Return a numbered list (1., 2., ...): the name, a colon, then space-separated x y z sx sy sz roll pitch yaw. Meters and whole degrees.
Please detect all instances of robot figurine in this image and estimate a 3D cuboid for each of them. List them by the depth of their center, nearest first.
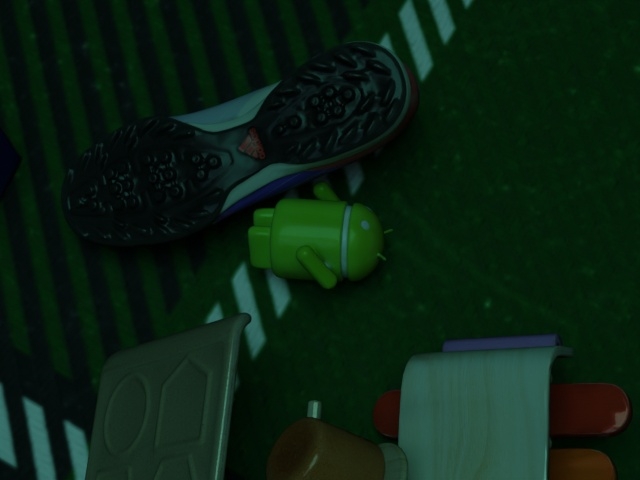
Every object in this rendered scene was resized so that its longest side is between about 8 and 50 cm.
1. robot figurine: 0.000 0.000 1.143 0.115 0.067 0.101 4 37 8

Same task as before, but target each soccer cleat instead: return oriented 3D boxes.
1. soccer cleat: -0.064 -0.071 1.171 0.318 0.116 0.108 -22 81 14

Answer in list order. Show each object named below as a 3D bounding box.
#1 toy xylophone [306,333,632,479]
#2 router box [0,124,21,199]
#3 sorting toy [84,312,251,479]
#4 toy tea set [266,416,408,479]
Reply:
1. toy xylophone: 0.095 0.213 1.034 0.236 0.081 0.322 3 71 27
2. router box: -0.463 0.010 1.174 0.301 0.082 0.335 17 71 12
3. sorting toy: -0.121 0.166 1.050 0.038 0.193 0.208 25 63 -32
4. toy tea set: -0.034 0.291 0.975 0.336 0.124 0.200 -52 28 3
